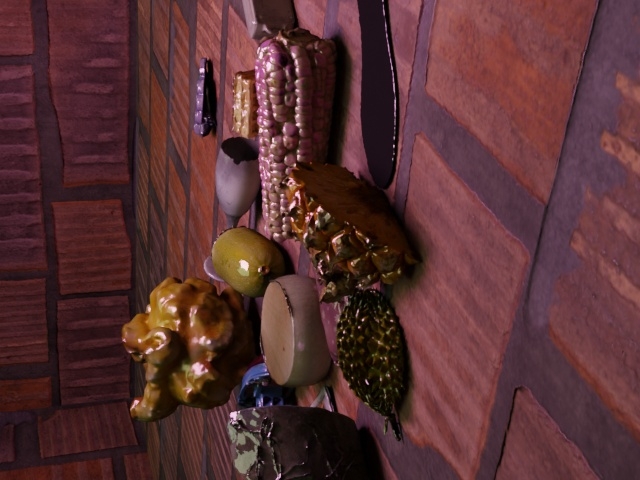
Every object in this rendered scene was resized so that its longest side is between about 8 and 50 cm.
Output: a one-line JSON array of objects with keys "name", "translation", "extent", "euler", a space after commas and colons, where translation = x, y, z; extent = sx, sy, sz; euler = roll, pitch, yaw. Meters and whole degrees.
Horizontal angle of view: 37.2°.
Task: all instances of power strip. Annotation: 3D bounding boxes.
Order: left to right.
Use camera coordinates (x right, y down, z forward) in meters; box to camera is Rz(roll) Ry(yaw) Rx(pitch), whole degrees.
[{"name": "power strip", "translation": [-0.101, -0.455, 1.634], "extent": [0.052, 0.078, 0.272], "euler": [119, 142, -63]}]

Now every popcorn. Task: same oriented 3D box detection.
[{"name": "popcorn", "translation": [-0.251, 0.224, 1.989], "extent": [0.326, 0.290, 0.321], "euler": [53, -143, -36]}]

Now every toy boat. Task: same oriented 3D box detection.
[{"name": "toy boat", "translation": [-0.098, 0.277, 1.743], "extent": [0.223, 0.100, 0.097], "euler": [114, 156, -59]}]

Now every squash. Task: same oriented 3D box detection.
[{"name": "squash", "translation": [-0.122, 0.044, 1.753], "extent": [0.186, 0.123, 0.123], "euler": [-154, 61, -64]}]

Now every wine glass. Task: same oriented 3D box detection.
[{"name": "wine glass", "translation": [-0.251, -0.087, 1.921], "extent": [0.096, 0.264, 0.309], "euler": [-59, -15, -50]}]

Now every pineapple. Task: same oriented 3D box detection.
[{"name": "pineapple", "translation": [-0.002, -0.004, 1.262], "extent": [0.164, 0.139, 0.250], "euler": [-57, 37, 27]}]

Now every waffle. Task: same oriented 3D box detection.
[{"name": "waffle", "translation": [-0.078, -0.224, 1.515], "extent": [0.042, 0.148, 0.102], "euler": [18, 117, 35]}]

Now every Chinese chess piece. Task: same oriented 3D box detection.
[{"name": "Chinese chess piece", "translation": [-0.039, 0.150, 1.579], "extent": [0.188, 0.083, 0.188], "euler": [179, 90, -70]}]

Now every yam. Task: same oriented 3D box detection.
[{"name": "yam", "translation": [-0.016, 0.389, 1.372], "extent": [0.202, 0.201, 0.271], "euler": [68, -164, -64]}]

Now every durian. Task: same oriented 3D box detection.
[{"name": "durian", "translation": [0.076, 0.158, 1.271], "extent": [0.100, 0.086, 0.215], "euler": [42, -142, -66]}]

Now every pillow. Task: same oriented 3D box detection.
[{"name": "pillow", "translation": [0.021, 0.092, 1.431], "extent": [0.118, 0.043, 0.185], "euler": [136, 128, -64]}]

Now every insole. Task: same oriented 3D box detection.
[{"name": "insole", "translation": [0.073, -0.243, 1.260], "extent": [0.119, 0.009, 0.348], "euler": [175, 91, -70]}]

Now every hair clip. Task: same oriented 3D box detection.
[{"name": "hair clip", "translation": [-0.270, -0.340, 2.242], "extent": [0.124, 0.052, 0.195], "euler": [132, 138, -73]}]

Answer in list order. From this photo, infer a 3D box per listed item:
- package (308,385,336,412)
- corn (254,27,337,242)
[{"name": "package", "translation": [0.003, 0.348, 1.567], "extent": [0.173, 0.027, 0.171], "euler": [119, 143, -52]}, {"name": "corn", "translation": [-0.041, -0.155, 1.456], "extent": [0.126, 0.126, 0.335], "euler": [-127, 35, -59]}]
